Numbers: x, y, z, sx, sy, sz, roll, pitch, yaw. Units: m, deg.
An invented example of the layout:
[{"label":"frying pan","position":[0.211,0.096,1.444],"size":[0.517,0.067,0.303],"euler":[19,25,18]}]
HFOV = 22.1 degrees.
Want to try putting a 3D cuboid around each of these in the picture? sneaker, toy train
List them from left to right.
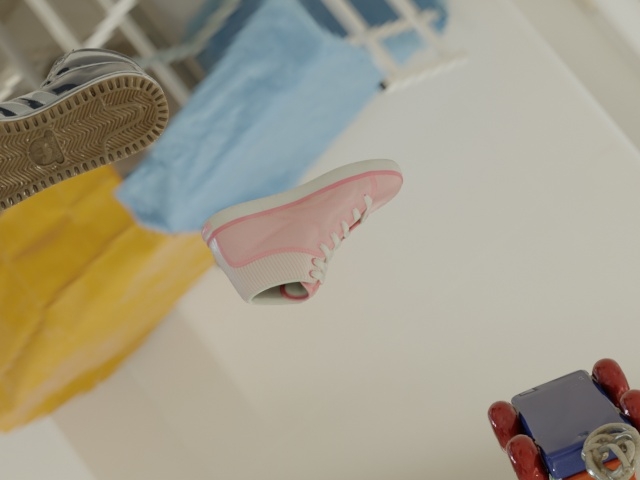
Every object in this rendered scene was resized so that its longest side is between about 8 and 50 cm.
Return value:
[{"label":"sneaker","position":[-0.285,-0.104,1.560],"size":[0.282,0.099,0.153],"euler":[-17,-158,-4]},{"label":"sneaker","position":[0.000,0.000,1.012],"size":[0.134,0.070,0.051],"euler":[-19,157,-19]},{"label":"toy train","position":[0.200,0.184,1.133],"size":[0.105,0.143,0.248],"euler":[-23,-169,1]}]
